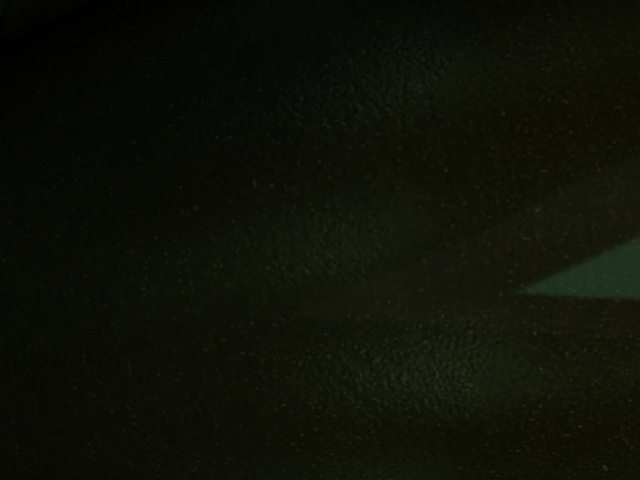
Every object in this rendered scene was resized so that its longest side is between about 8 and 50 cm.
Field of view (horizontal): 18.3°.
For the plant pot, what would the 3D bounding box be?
[{"bbox_3d":[0.000,0.000,0.559,0.230,0.215,0.215,-10,115,-6],"label":"plant pot"}]
